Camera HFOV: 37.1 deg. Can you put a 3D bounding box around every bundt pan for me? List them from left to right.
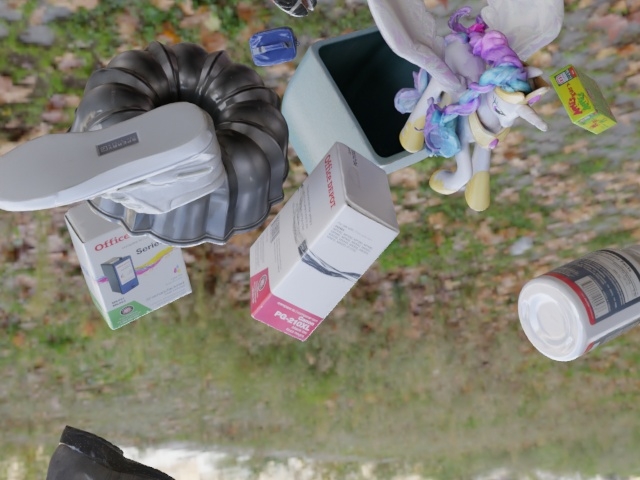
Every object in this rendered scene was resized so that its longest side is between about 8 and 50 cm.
[{"bbox_3d":[-0.193,-0.158,1.344,0.331,0.331,0.124,-3,145,-19],"label":"bundt pan"}]

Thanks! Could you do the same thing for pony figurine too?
[{"bbox_3d":[0.214,-0.247,1.389,0.303,0.351,0.363,-11,161,-13],"label":"pony figurine"}]

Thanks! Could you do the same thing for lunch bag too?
[{"bbox_3d":[-0.089,-0.385,1.894,0.098,0.067,0.065,-10,-161,8],"label":"lunch bag"}]

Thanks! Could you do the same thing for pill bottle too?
[{"bbox_3d":[0.344,0.070,1.181,0.180,0.108,0.108,-19,170,-30],"label":"pill bottle"}]

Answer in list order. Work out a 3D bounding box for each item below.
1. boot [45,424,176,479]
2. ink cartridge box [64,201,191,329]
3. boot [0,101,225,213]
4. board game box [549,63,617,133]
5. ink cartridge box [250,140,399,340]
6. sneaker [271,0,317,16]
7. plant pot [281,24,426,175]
[{"bbox_3d":[-0.387,0.489,1.694,0.118,0.222,0.338,2,150,43],"label":"boot"},{"bbox_3d":[-0.313,0.022,1.569,0.154,0.093,0.212,-26,137,-20],"label":"ink cartridge box"},{"bbox_3d":[-0.233,-0.064,1.071,0.258,0.095,0.123,-15,146,0],"label":"boot"},{"bbox_3d":[0.459,-0.243,1.657,0.043,0.092,0.181,-30,166,25],"label":"board game box"},{"bbox_3d":[0.000,0.000,1.395,0.100,0.172,0.237,28,119,-23],"label":"ink cartridge box"},{"bbox_3d":[-0.098,-0.405,1.233,0.279,0.107,0.118,42,172,-36],"label":"sneaker"},{"bbox_3d":[0.070,-0.219,1.768,0.247,0.248,0.252,-24,171,-37],"label":"plant pot"}]
